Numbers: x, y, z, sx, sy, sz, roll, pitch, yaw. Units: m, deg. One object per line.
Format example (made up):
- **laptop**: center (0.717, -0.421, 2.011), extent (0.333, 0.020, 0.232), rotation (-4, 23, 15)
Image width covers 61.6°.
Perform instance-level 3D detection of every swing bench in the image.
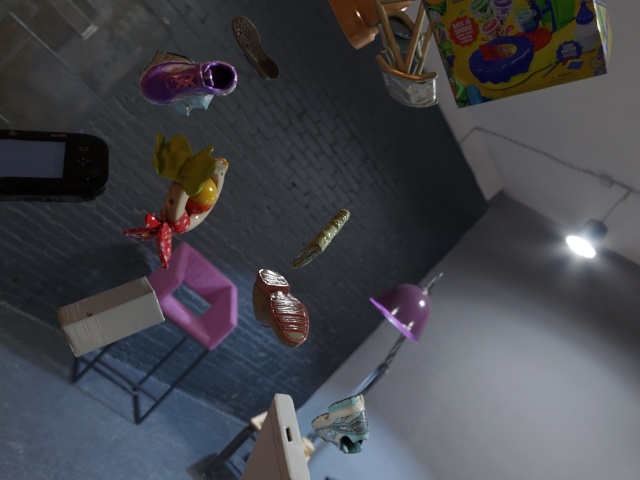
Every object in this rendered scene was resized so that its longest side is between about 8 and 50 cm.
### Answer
- **swing bench**: center (0.234, -0.514, 1.471), extent (0.165, 0.254, 0.253), rotation (-2, -3, 12)

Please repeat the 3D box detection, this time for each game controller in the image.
- **game controller**: center (-0.533, -0.132, 0.919), extent (0.067, 0.319, 0.166), rotation (117, -34, -51)

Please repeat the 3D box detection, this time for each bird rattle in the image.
- **bird rattle**: center (-0.254, -0.076, 1.049), extent (0.143, 0.253, 0.207), rotation (22, 20, 16)

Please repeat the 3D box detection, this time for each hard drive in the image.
- **hard drive**: center (-0.120, 0.538, 1.134), extent (0.047, 0.353, 0.233), rotation (13, 23, -19)

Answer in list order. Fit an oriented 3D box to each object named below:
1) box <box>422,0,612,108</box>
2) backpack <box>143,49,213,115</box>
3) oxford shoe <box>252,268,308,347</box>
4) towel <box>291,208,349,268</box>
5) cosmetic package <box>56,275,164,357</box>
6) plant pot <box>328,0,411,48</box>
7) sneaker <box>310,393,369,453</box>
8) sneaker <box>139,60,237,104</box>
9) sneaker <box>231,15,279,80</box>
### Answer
- **box**: center (0.386, -0.451, 1.056), extent (0.290, 0.177, 0.279), rotation (-7, -56, 36)
- **backpack**: center (-0.390, -0.437, 1.509), extent (0.188, 0.144, 0.166), rotation (17, -15, 36)
- **oxford shoe**: center (-0.129, 0.228, 1.639), extent (0.123, 0.130, 0.348), rotation (14, 23, -25)
- **towel**: center (0.000, 0.000, 1.014), extent (0.027, 0.110, 0.148), rotation (42, -27, -2)
- **cosmetic package**: center (-0.547, 0.195, 1.412), extent (0.127, 0.238, 0.107), rotation (28, -42, 55)
- **plant pot**: center (0.142, -0.757, 1.616), extent (0.291, 0.203, 0.291), rotation (54, 23, -37)
- **sneaker**: center (0.052, 0.504, 1.405), extent (0.283, 0.110, 0.122), rotation (110, -34, -56)
- **sneaker**: center (-0.295, -0.372, 1.244), extent (0.104, 0.236, 0.095), rotation (29, -50, 60)
- **sneaker**: center (-0.189, -0.511, 1.453), extent (0.071, 0.066, 0.188), rotation (12, -38, 55)
